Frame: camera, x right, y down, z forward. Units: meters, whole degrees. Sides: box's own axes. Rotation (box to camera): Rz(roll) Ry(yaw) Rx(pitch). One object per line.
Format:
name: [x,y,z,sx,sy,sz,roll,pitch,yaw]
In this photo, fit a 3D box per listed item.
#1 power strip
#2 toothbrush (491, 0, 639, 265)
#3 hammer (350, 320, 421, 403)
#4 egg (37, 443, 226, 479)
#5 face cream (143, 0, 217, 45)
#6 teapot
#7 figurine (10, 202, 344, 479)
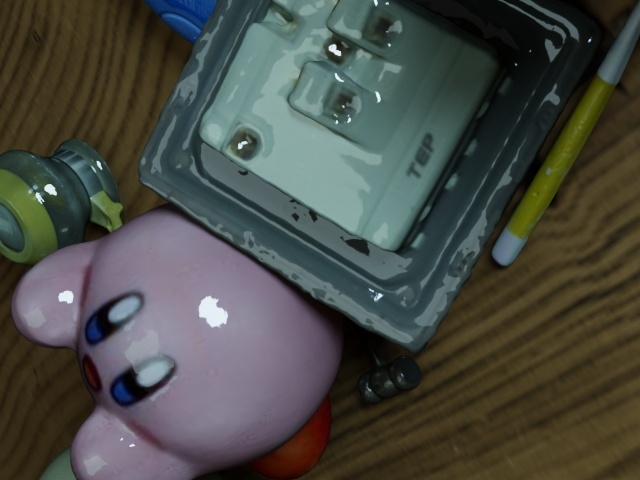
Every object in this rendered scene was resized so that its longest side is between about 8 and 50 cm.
power strip: [0.018,-0.087,0.696,0.251,0.092,0.257,29,102,6]
toothbrush: [0.177,-0.089,0.678,0.021,0.024,0.288,45,135,25]
hammer: [0.000,0.000,0.888,0.058,0.029,0.292,-33,81,45]
egg: [-0.184,0.310,1.055,0.269,0.219,0.219,46,135,42]
face cream: [-0.094,-0.233,0.838,0.264,0.083,0.149,36,123,29]
teapot: [-0.267,-0.031,1.069,0.165,0.119,0.130,34,136,20]
figurine: [-0.079,0.068,0.846,0.211,0.261,0.270,-31,76,30]
